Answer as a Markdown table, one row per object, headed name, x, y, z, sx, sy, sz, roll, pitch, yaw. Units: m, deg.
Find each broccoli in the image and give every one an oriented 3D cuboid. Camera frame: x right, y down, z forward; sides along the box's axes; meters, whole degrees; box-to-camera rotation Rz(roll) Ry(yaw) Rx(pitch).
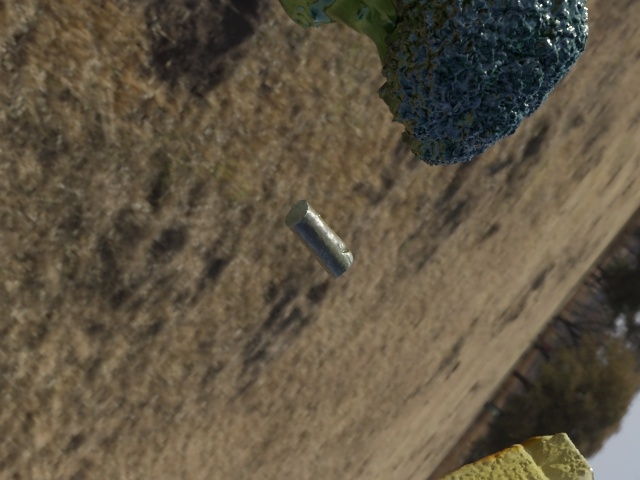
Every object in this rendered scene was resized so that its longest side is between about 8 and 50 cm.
| name | x | y | z | sx | sy | sz | roll | pitch | yaw |
| --- | --- | --- | --- | --- | --- | --- | --- | --- | --- |
| broccoli | 0.110 | -0.219 | 0.859 | 0.297 | 0.297 | 0.298 | -34 | 134 | -45 |

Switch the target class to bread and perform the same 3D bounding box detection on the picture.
| name | x | y | z | sx | sy | sz | roll | pitch | yaw |
| --- | --- | --- | --- | --- | --- | --- | --- | --- | --- |
| bread | 0.163 | 0.263 | 0.756 | 0.125 | 0.068 | 0.188 | -15 | 117 | -8 |

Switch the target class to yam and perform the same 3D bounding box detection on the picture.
| name | x | y | z | sx | sy | sz | roll | pitch | yaw |
| --- | --- | --- | --- | --- | --- | --- | --- | --- | --- |
| yam | 0.000 | 0.000 | 1.386 | 0.054 | 0.132 | 0.054 | -30 | -150 | 19 |
